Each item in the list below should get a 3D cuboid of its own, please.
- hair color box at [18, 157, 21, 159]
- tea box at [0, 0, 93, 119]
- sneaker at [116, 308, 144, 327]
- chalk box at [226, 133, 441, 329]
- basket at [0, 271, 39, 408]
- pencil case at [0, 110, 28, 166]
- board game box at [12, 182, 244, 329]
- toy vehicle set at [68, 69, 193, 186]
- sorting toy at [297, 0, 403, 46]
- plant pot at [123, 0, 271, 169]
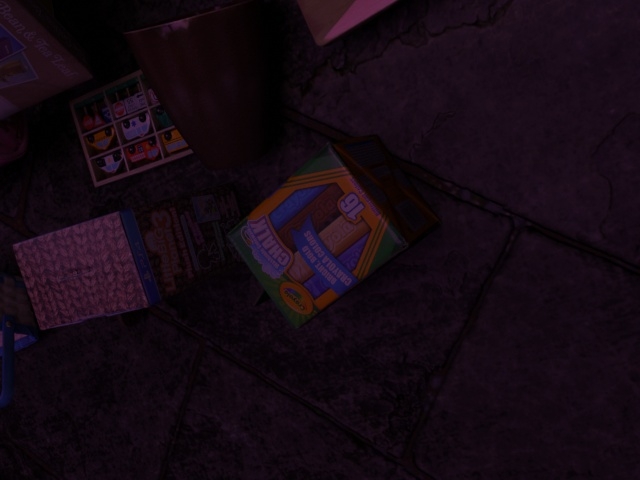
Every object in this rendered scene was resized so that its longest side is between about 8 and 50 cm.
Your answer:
[{"bbox_3d":[-0.802,-0.207,1.388,0.347,0.105,0.174,-12,97,28],"label":"hair color box"},{"bbox_3d":[-0.529,-0.398,0.945,0.220,0.329,0.324,-23,67,5],"label":"tea box"},{"bbox_3d":[-0.387,0.073,1.286,0.071,0.066,0.189,2,98,43],"label":"sneaker"},{"bbox_3d":[0.000,0.000,1.003,0.289,0.180,0.179,-38,85,27],"label":"chalk box"},{"bbox_3d":[-0.710,0.216,1.372,0.254,0.201,0.289,-18,63,29],"label":"basket"},{"bbox_3d":[-0.713,-0.169,1.206,0.386,0.160,0.167,-15,99,28],"label":"pencil case"},{"bbox_3d":[-0.292,0.019,1.087,0.232,0.291,0.141,-13,96,27],"label":"board game box"},{"bbox_3d":[-0.326,-0.210,1.193,0.266,0.035,0.166,-14,96,28],"label":"toy vehicle set"},{"bbox_3d":[0.066,-0.442,0.915,0.257,0.089,0.256,-23,91,28],"label":"sorting toy"},{"bbox_3d":[-0.161,-0.236,1.030,0.215,0.215,0.230,-3,116,27],"label":"plant pot"}]
